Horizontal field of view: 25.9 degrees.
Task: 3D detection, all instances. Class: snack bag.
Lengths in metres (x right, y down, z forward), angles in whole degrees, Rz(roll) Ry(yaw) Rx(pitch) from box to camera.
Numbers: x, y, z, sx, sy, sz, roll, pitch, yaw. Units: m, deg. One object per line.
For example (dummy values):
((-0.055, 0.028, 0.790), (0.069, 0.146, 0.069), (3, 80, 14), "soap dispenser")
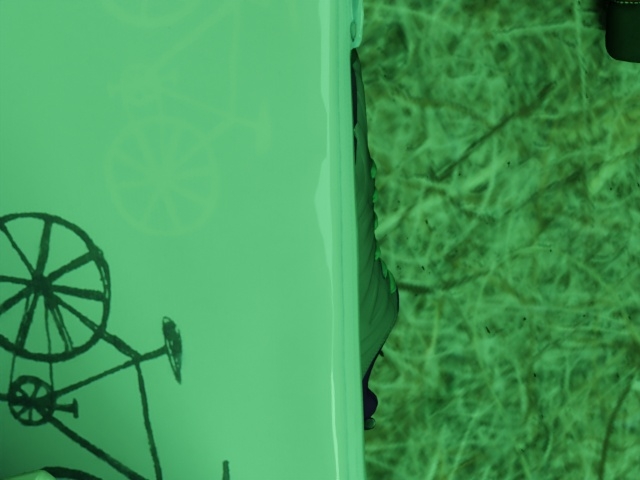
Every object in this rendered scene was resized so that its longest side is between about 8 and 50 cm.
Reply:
((-0.144, 0.022, 0.547), (0.342, 0.037, 0.323), (-1, 105, 4), "snack bag")

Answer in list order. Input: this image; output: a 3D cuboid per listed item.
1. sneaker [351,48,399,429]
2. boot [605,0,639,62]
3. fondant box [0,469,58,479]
((0.000, 0.000, 0.695), (0.098, 0.083, 0.223), (-10, 114, -47), "sneaker")
((0.260, -0.181, 0.765), (0.244, 0.088, 0.176), (-16, 111, -14), "boot")
((-0.115, 0.225, 0.554), (0.238, 0.096, 0.330), (-15, 138, 23), "fondant box")
